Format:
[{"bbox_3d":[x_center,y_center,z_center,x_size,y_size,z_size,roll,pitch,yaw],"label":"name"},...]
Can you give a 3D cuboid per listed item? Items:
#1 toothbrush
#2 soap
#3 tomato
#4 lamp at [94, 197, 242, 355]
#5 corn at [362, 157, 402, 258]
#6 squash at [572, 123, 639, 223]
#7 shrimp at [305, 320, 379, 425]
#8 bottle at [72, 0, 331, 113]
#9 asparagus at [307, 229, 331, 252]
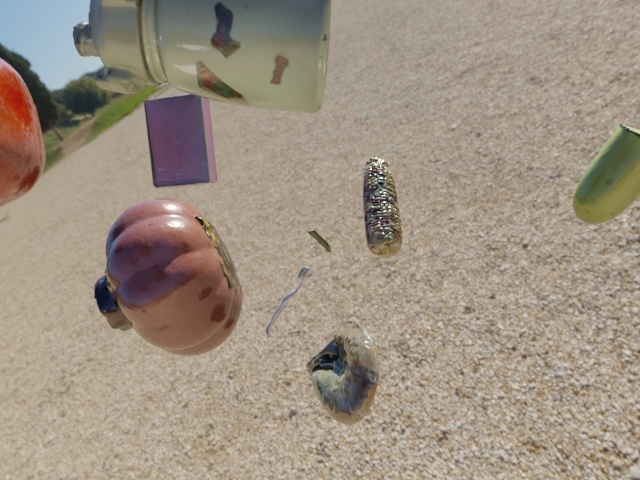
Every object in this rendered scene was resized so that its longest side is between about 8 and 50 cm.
[{"bbox_3d":[-0.099,0.177,1.453,0.269,0.027,0.021,-59,10,24],"label":"toothbrush"},{"bbox_3d":[-0.408,-0.288,1.473,0.181,0.259,0.081,-6,4,9],"label":"soap"},{"bbox_3d":[-0.345,-0.102,0.468,0.151,0.187,0.187,-59,17,22],"label":"tomato"},{"bbox_3d":[-0.280,0.073,0.926,0.240,0.305,0.305,-25,25,-2],"label":"lamp"},{"bbox_3d":[0.139,-0.080,1.166,0.086,0.086,0.253,-20,56,27],"label":"corn"},{"bbox_3d":[0.695,-0.140,1.187,0.132,0.132,0.247,-84,14,-59],"label":"squash"},{"bbox_3d":[0.033,0.221,0.915,0.317,0.077,0.168,-170,96,-73],"label":"shrimp"},{"bbox_3d":[-0.161,-0.308,0.717,0.352,0.229,0.229,5,31,-1],"label":"bottle"},{"bbox_3d":[0.000,0.001,1.573,0.021,0.108,0.025,-49,21,-8],"label":"asparagus"}]
